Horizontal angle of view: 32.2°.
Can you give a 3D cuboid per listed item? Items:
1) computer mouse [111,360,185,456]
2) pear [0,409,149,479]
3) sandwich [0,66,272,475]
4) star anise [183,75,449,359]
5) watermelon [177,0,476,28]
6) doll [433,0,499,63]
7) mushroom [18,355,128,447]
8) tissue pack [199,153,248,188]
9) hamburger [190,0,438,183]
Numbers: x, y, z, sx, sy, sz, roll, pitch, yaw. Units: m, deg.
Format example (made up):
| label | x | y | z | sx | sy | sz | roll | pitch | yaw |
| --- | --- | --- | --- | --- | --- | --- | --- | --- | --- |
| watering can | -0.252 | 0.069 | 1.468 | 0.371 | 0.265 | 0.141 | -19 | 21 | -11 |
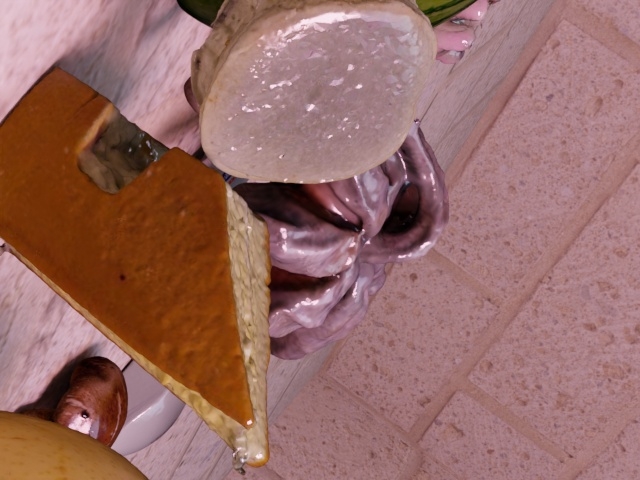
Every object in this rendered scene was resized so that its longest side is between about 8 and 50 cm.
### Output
| label | x | y | z | sx | sy | sz | roll | pitch | yaw |
| --- | --- | --- | --- | --- | --- | --- | --- | --- | --- |
| computer mouse | -0.183 | 0.162 | 1.316 | 0.231 | 0.079 | 0.128 | -54 | 175 | -23 |
| pear | -0.226 | 0.241 | 0.669 | 0.309 | 0.309 | 0.309 | -52 | 172 | -11 |
| sandwich | -0.093 | 0.013 | 0.644 | 0.128 | 0.235 | 0.122 | -51 | 160 | -7 |
| star anise | 0.003 | -0.009 | 0.878 | 0.359 | 0.139 | 0.316 | -16 | 132 | -47 |
| watermelon | 0.057 | -0.232 | 0.676 | 0.331 | 0.189 | 0.331 | -50 | 165 | -18 |
| doll | 0.177 | -0.304 | 1.335 | 0.192 | 0.095 | 0.149 | -56 | 178 | 6 |
| mushroom | -0.236 | 0.178 | 1.054 | 0.135 | 0.080 | 0.170 | -65 | 173 | 10 |
| tissue pack | -0.077 | -0.082 | 1.044 | 0.193 | 0.026 | 0.123 | -51 | 171 | -28 |
| hamburger | -0.003 | -0.092 | 0.600 | 0.133 | 0.062 | 0.140 | 1 | 138 | -24 |
